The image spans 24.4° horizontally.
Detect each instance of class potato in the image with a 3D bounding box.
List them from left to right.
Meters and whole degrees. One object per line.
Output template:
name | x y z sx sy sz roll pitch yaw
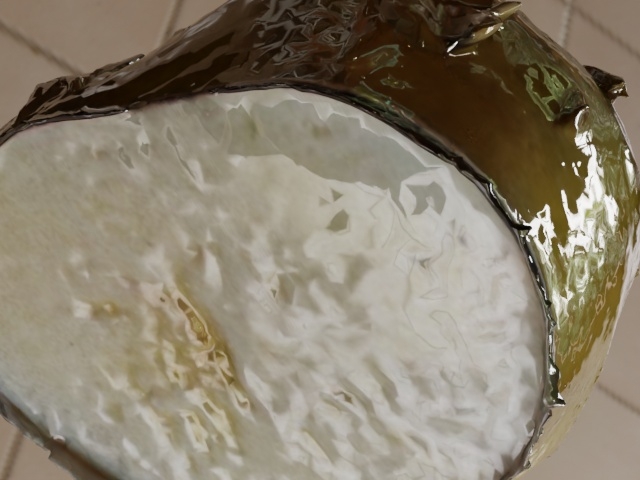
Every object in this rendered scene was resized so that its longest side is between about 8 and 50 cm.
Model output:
potato | 0.000 0.000 0.653 0.196 0.300 0.246 -45 119 -50
